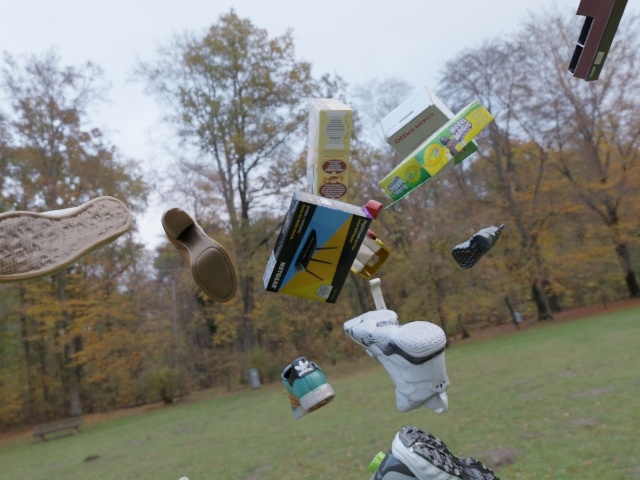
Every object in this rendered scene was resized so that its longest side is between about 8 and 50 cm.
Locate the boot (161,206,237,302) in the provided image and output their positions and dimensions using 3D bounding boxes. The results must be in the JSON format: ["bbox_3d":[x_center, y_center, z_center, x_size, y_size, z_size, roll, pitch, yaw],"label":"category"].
[{"bbox_3d":[-0.326,0.036,1.453,0.109,0.283,0.220,-41,7,-13],"label":"boot"}]

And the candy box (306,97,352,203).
[{"bbox_3d":[0.017,-0.199,1.436,0.088,0.316,0.183,0,22,-9],"label":"candy box"}]

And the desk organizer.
[{"bbox_3d":[0.398,-0.305,0.800,0.047,0.130,0.050,-18,38,-41],"label":"desk organizer"}]

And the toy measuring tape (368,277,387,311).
[{"bbox_3d":[0.235,0.286,1.781,0.122,0.329,0.121,-15,6,2],"label":"toy measuring tape"}]

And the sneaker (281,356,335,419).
[{"bbox_3d":[-0.034,0.359,1.350,0.108,0.121,0.302,-24,-19,-17],"label":"sneaker"}]

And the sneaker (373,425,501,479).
[{"bbox_3d":[0.189,0.364,0.770,0.108,0.272,0.100,-54,15,8],"label":"sneaker"}]

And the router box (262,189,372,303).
[{"bbox_3d":[-0.008,0.014,0.929,0.133,0.046,0.178,12,-64,-20],"label":"router box"}]

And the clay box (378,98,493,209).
[{"bbox_3d":[0.195,-0.150,0.967,0.222,0.053,0.127,-41,2,-27],"label":"clay box"}]

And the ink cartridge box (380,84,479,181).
[{"bbox_3d":[0.283,-0.274,1.427,0.154,0.093,0.212,-37,-48,28],"label":"ink cartridge box"}]

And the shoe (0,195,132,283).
[{"bbox_3d":[-0.300,0.004,0.601,0.058,0.076,0.219,-30,0,27],"label":"shoe"}]

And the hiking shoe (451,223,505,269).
[{"bbox_3d":[0.508,0.021,1.750,0.114,0.086,0.227,-29,-9,-21],"label":"hiking shoe"}]

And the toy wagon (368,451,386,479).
[{"bbox_3d":[0.192,0.727,1.401,0.344,0.267,0.068,-60,-20,11],"label":"toy wagon"}]

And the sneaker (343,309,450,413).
[{"bbox_3d":[0.188,0.303,1.381,0.138,0.210,0.366,-18,10,-27],"label":"sneaker"}]

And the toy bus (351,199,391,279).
[{"bbox_3d":[0.064,-0.002,1.255,0.191,0.202,0.104,-6,-17,23],"label":"toy bus"}]

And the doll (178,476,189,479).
[{"bbox_3d":[-0.261,0.574,1.165,0.129,0.188,0.046,10,41,25],"label":"doll"}]
